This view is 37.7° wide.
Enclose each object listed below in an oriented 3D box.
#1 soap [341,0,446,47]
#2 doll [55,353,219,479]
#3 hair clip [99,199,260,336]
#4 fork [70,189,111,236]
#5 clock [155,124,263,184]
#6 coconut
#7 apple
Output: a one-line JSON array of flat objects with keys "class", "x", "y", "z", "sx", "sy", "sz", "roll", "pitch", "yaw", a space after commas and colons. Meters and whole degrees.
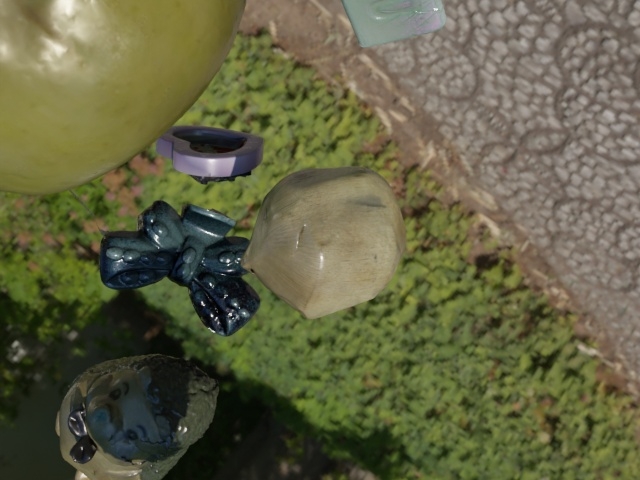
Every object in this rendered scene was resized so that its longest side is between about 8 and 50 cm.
[{"class": "soap", "x": 0.091, "y": -0.413, "z": 1.394, "sx": 0.150, "sy": 0.094, "sz": 0.261, "roll": -14, "pitch": 144, "yaw": 14}, {"class": "doll", "x": -0.325, "y": 0.310, "z": 1.610, "sx": 0.247, "sy": 0.247, "sz": 0.349, "roll": 44, "pitch": 135, "yaw": -19}, {"class": "hair clip", "x": -0.247, "y": 0.036, "z": 1.737, "sx": 0.310, "sy": 0.206, "sz": 0.194, "roll": 26, "pitch": 176, "yaw": -11}, {"class": "fork", "x": -0.484, "y": -0.059, "z": 1.949, "sx": 0.235, "sy": 0.021, "sz": 0.039, "roll": 51, "pitch": -177, "yaw": -38}, {"class": "clock", "x": -0.173, "y": -0.137, "z": 1.539, "sx": 0.198, "sy": 0.172, "sz": 0.064, "roll": 38, "pitch": 128, "yaw": 53}, {"class": "coconut", "x": 0.000, "y": 0.000, "z": 1.251, "sx": 0.224, "sy": 0.224, "sz": 0.224, "roll": 32, "pitch": 160, "yaw": 13}, {"class": "apple", "x": -0.185, "y": -0.198, "z": 0.666, "sx": 0.233, "sy": 0.295, "sz": 0.258, "roll": -21, "pitch": 124, "yaw": 41}]
